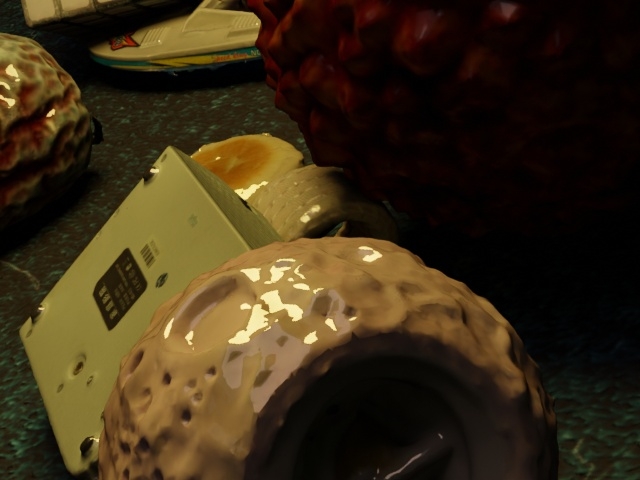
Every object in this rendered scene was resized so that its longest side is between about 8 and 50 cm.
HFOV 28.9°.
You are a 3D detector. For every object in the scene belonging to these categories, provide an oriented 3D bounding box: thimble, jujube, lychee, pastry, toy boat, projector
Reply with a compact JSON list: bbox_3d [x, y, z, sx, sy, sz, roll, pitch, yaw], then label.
[{"bbox_3d":[0.000,0.000,1.020,0.115,0.102,0.090,-51,34,6],"label":"thimble"},{"bbox_3d":[-0.391,-0.093,1.271,0.317,0.226,0.226,-24,31,-26],"label":"jujube"},{"bbox_3d":[0.188,-0.216,0.944,0.500,0.424,0.424,-22,32,2],"label":"lychee"},{"bbox_3d":[-0.081,-0.030,1.123,0.166,0.088,0.165,-15,29,9],"label":"pastry"},{"bbox_3d":[-0.157,-0.243,1.481,0.295,0.088,0.129,-2,36,26],"label":"toy boat"},{"bbox_3d":[-0.111,0.065,0.908,0.198,0.108,0.250,-50,34,6],"label":"projector"}]

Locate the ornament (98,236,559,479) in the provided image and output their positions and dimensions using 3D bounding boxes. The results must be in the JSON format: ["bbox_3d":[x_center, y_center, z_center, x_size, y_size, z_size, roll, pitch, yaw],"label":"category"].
[{"bbox_3d":[0.000,0.124,0.691,0.259,0.259,0.225,-33,5,-19],"label":"ornament"}]

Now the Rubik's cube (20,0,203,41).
[{"bbox_3d":[-0.246,-0.390,1.552,0.238,0.236,0.237,-12,5,10],"label":"Rubik's cube"}]
